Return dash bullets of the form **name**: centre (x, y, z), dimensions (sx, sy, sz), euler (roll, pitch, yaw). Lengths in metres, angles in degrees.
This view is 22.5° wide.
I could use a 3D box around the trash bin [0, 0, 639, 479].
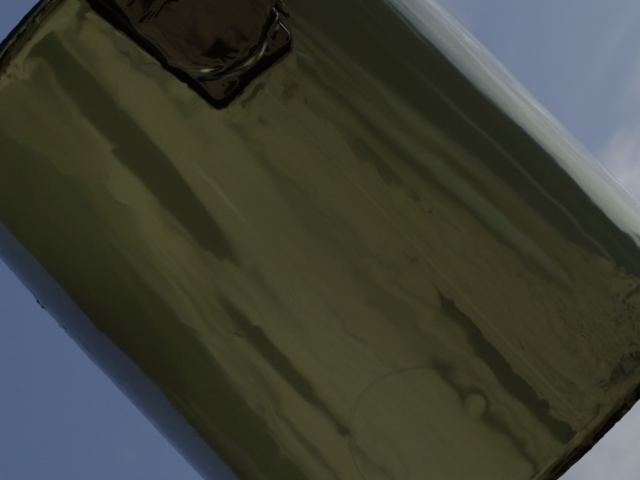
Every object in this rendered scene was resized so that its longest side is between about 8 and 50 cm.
- **trash bin**: centre (0.000, 0.000, 0.690), dimensions (0.217, 0.262, 0.277), euler (-43, -5, -11)
